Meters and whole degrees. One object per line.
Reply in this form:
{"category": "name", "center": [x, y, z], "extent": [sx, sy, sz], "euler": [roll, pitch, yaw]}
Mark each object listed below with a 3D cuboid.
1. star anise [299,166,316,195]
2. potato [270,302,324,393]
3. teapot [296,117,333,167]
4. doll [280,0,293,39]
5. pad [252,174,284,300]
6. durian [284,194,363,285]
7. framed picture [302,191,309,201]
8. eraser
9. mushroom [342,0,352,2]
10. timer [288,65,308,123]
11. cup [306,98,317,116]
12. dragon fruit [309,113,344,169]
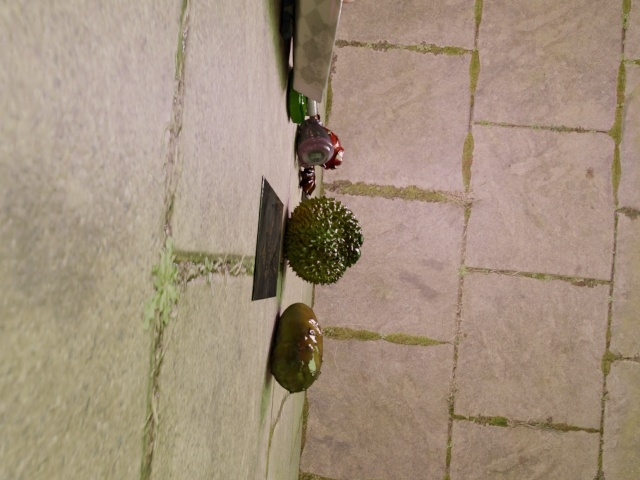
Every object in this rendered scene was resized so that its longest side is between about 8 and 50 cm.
{"category": "star anise", "center": [-0.044, -0.241, 1.800], "extent": [0.168, 0.057, 0.168], "euler": [3, 90, -83]}
{"category": "potato", "center": [-0.057, 0.285, 1.374], "extent": [0.298, 0.141, 0.176], "euler": [-82, -175, -57]}
{"category": "teapot", "center": [-0.022, -0.310, 1.606], "extent": [0.148, 0.116, 0.146], "euler": [82, -1, -57]}
{"category": "doll", "center": [-0.068, -0.485, 1.055], "extent": [0.037, 0.027, 0.125], "euler": [145, -51, -88]}
{"category": "pad", "center": [-0.113, 0.009, 1.137], "extent": [0.367, 0.007, 0.248], "euler": [76, 19, -84]}
{"category": "durian", "center": [-0.002, -0.002, 1.484], "extent": [0.291, 0.224, 0.291], "euler": [-32, 133, -41]}
{"category": "framed picture", "center": [-0.056, -0.221, 2.060], "extent": [0.189, 0.023, 0.260], "euler": [96, -1, -57]}
{"category": "eraser", "center": [-0.014, -0.489, 1.068], "extent": [0.397, 0.082, 0.213], "euler": [110, -21, -73]}
{"category": "mushroom", "center": [0.056, -0.991, 1.809], "extent": [0.189, 0.195, 0.254], "euler": [23, -60, 57]}
{"category": "timer", "center": [-0.057, -0.382, 1.315], "extent": [0.140, 0.047, 0.128], "euler": [84, 10, -79]}
{"category": "cup", "center": [-0.045, -0.450, 1.631], "extent": [0.054, 0.075, 0.083], "euler": [45, -32, 41]}
{"category": "dragon fruit", "center": [-0.003, -0.357, 1.714], "extent": [0.125, 0.125, 0.246], "euler": [-3, -75, 60]}
